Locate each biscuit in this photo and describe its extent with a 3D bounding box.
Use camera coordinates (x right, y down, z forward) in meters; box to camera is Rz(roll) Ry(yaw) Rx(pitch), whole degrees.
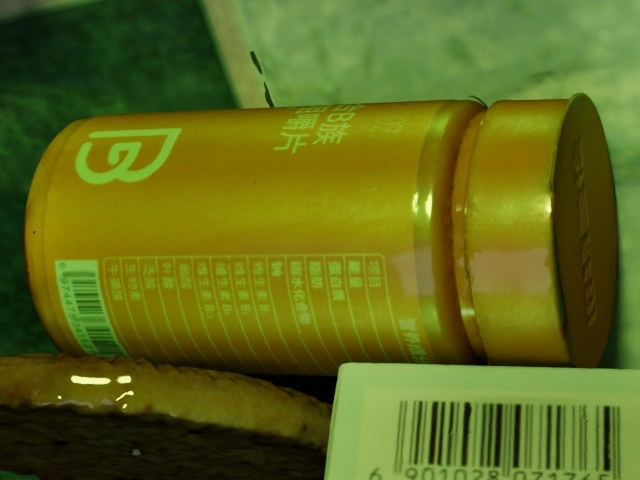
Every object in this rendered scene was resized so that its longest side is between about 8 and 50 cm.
[{"bbox_3d":[-0.067,0.071,0.611,0.188,0.027,0.188,6,162,2],"label":"biscuit"}]

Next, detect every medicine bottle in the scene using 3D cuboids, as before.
[{"bbox_3d":[0.000,0.000,0.568,0.192,0.096,0.096,-1,117,24],"label":"medicine bottle"}]

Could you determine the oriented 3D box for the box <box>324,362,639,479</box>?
[{"bbox_3d":[0.129,0.109,0.538,0.243,0.067,0.155,1,143,8],"label":"box"}]
